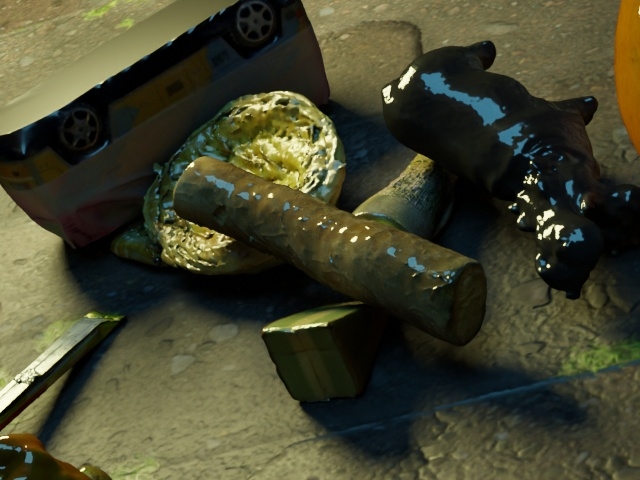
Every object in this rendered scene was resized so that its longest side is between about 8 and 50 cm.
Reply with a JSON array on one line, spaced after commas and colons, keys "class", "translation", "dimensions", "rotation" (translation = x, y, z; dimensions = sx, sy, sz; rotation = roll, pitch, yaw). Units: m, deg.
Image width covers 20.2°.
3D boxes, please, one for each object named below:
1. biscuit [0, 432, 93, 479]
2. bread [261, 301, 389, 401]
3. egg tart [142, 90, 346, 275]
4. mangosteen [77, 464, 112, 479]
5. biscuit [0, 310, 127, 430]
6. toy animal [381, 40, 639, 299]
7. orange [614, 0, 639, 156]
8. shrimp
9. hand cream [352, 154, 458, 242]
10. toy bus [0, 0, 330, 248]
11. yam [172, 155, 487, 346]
[{"class": "biscuit", "translation": [-0.275, 0.305, 1.269], "dimensions": [0.318, 0.110, 0.312], "rotation": [-24, 52, 36]}, {"class": "bread", "translation": [0.010, 0.067, 1.605], "dimensions": [0.074, 0.084, 0.139], "rotation": [-7, 34, 25]}, {"class": "egg tart", "translation": [-0.064, -0.046, 1.812], "dimensions": [0.252, 0.098, 0.232], "rotation": [4, 55, 39]}, {"class": "mangosteen", "translation": [-0.230, 0.247, 1.462], "dimensions": [0.146, 0.181, 0.156], "rotation": [-69, 18, 5]}, {"class": "biscuit", "translation": [-0.281, 0.139, 1.695], "dimensions": [0.048, 0.026, 0.292], "rotation": [9, 32, 28]}, {"class": "toy animal", "translation": [0.194, -0.077, 1.656], "dimensions": [0.168, 0.106, 0.343], "rotation": [-11, 37, -29]}, {"class": "orange", "translation": [0.399, -0.158, 1.501], "dimensions": [0.312, 0.312, 0.312], "rotation": [-16, 32, 10]}, {"class": "shrimp", "translation": [-0.168, -0.002, 1.874], "dimensions": [0.091, 0.025, 0.127], "rotation": [-31, 30, -16]}, {"class": "hand cream", "translation": [0.089, -0.038, 1.731], "dimensions": [0.084, 0.084, 0.203], "rotation": [-3, 29, 28]}, {"class": "toy bus", "translation": [-0.175, -0.139, 1.948], "dimensions": [0.386, 0.162, 0.171], "rotation": [-33, 23, -18]}, {"class": "yam", "translation": [0.000, 0.000, 1.624], "dimensions": [0.356, 0.081, 0.081], "rotation": [23, 53, 36]}]
